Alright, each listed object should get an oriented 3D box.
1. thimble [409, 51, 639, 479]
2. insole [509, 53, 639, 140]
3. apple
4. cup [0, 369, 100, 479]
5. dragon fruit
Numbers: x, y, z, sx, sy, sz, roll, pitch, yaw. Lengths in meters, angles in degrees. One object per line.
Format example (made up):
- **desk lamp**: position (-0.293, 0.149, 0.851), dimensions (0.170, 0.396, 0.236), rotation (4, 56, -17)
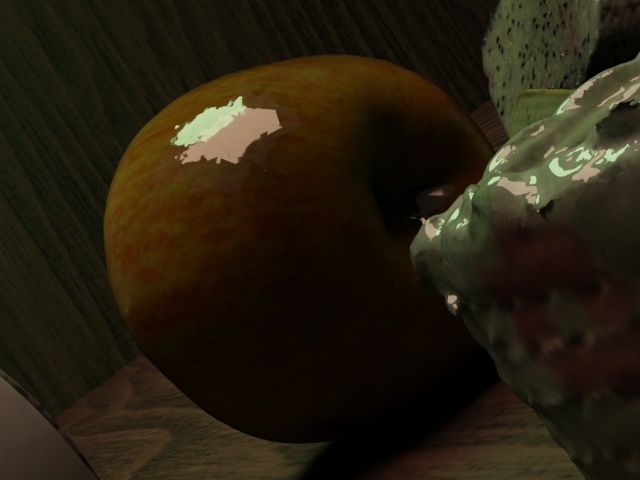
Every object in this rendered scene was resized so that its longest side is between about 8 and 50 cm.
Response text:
- **thimble**: position (0.149, -0.002, 0.519), dimensions (0.211, 0.149, 0.185), rotation (-33, 6, 18)
- **insole**: position (0.213, -0.078, 1.086), dimensions (0.009, 0.119, 0.348), rotation (-2, 3, -17)
- **apple**: position (0.000, 0.000, 0.965), dimensions (0.264, 0.264, 0.264), rotation (-35, 4, 3)
- **cup**: position (-0.249, 0.214, 0.575), dimensions (0.371, 0.253, 0.253), rotation (-42, 8, -38)
- **dragon fruit**: position (0.276, -0.178, 1.250), dimensions (0.204, 0.221, 0.283), rotation (2, -39, -12)
